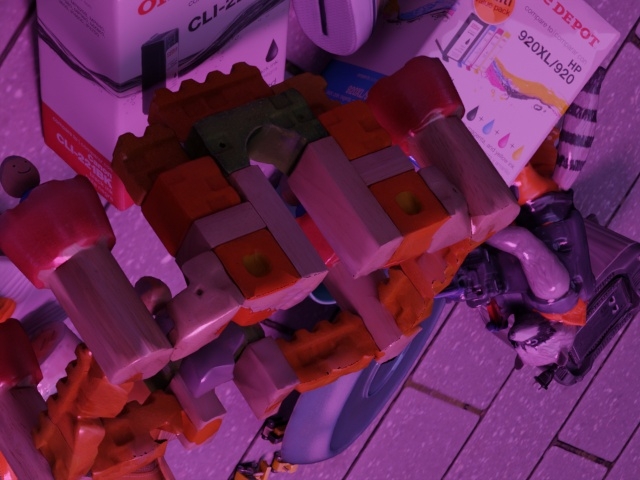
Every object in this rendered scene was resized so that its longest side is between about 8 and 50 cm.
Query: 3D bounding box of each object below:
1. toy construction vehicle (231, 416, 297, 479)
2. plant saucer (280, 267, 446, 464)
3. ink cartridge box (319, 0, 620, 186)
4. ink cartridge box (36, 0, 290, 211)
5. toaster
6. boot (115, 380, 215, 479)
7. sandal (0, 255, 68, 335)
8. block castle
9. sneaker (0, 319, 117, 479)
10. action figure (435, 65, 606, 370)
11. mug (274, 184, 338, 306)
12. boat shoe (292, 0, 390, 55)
[{"bbox_3d":[-0.047,0.246,2.268,0.098,0.035,0.086,-2,120,-51],"label":"toy construction vehicle"},{"bbox_3d":[0.064,0.122,2.197,0.317,0.043,0.317,-52,165,-21],"label":"plant saucer"},{"bbox_3d":[0.139,-0.172,1.965,0.171,0.168,0.233,39,86,-24],"label":"ink cartridge box"},{"bbox_3d":[-0.130,-0.186,1.677,0.197,0.114,0.273,-35,152,-27],"label":"ink cartridge box"},{"bbox_3d":[0.292,0.070,2.433,0.227,0.146,0.129,-49,145,-10],"label":"toaster"},{"bbox_3d":[-0.232,0.248,1.982,0.220,0.109,0.283,-8,133,-41],"label":"boot"},{"bbox_3d":[-0.289,0.039,1.767,0.102,0.076,0.265,-41,168,5],"label":"sandal"},{"bbox_3d":[-0.084,0.013,1.673,0.453,0.213,0.303,-21,158,-35],"label":"block castle"},{"bbox_3d":[-0.302,0.215,1.800,0.302,0.108,0.121,-42,114,2],"label":"sneaker"},{"bbox_3d":[0.226,-0.017,2.150,0.341,0.178,0.330,-31,117,-71],"label":"action figure"},{"bbox_3d":[-0.005,-0.002,2.048,0.129,0.097,0.158,-12,128,-47],"label":"mug"},{"bbox_3d":[0.019,-0.303,1.834,0.094,0.109,0.302,-54,159,-30],"label":"boat shoe"}]
